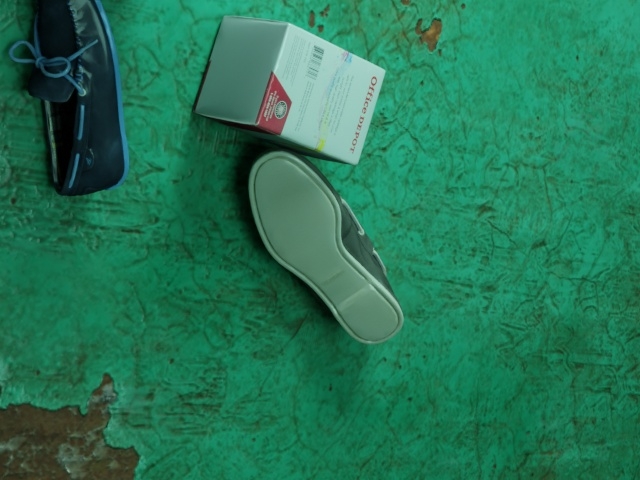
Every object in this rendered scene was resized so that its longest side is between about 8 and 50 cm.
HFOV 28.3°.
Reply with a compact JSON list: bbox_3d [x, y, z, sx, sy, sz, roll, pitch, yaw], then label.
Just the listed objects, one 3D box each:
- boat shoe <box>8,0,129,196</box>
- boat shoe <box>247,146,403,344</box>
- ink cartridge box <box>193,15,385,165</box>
[{"bbox_3d":[-0.265,-0.165,1.350,0.089,0.109,0.258,-24,114,-32],"label":"boat shoe"},{"bbox_3d":[0.000,0.000,1.655,0.112,0.095,0.335,-30,122,8],"label":"boat shoe"},{"bbox_3d":[-0.035,-0.180,1.538,0.176,0.127,0.128,19,87,-43],"label":"ink cartridge box"}]
